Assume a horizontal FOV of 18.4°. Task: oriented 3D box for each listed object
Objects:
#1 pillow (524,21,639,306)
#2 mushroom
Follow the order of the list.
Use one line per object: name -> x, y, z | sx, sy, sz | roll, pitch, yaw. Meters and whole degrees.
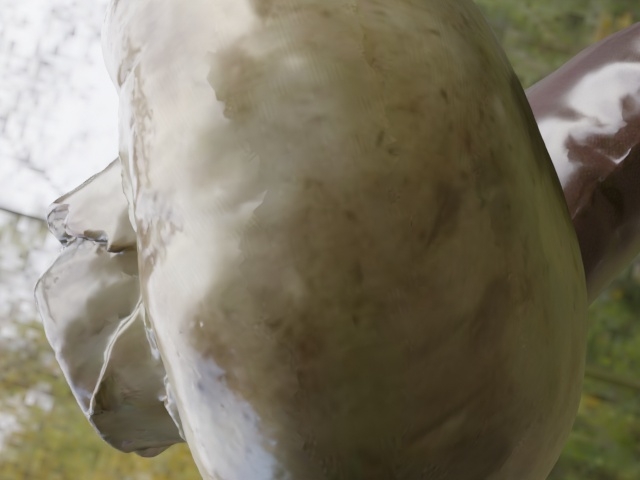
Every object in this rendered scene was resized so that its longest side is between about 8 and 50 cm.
pillow -> 0.106, 0.002, 1.082 | 0.308, 0.108, 0.305 | -50, 2, -10
mushroom -> 0.000, 0.000, 0.705 | 0.184, 0.255, 0.255 | -31, -1, 12
